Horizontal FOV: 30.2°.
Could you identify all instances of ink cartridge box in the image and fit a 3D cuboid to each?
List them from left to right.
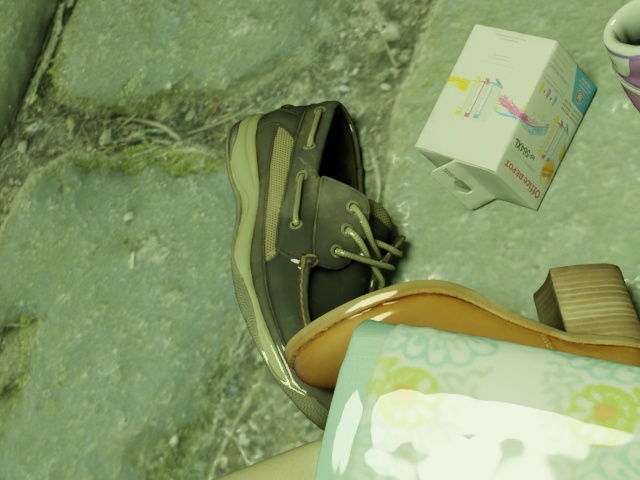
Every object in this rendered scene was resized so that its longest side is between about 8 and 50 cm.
[{"bbox_3d":[0.159,-0.099,1.038,0.090,0.092,0.143,21,83,40],"label":"ink cartridge box"}]

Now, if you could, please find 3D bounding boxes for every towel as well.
[{"bbox_3d":[0.134,0.258,0.767,0.320,0.090,0.375,10,83,19],"label":"towel"}]

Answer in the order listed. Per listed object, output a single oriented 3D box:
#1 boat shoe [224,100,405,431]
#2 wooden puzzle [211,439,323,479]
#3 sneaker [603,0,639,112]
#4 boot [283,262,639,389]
[{"bbox_3d":[0.000,0.000,1.074,0.130,0.132,0.355,-27,52,19],"label":"boat shoe"},{"bbox_3d":[-0.098,0.363,0.948,0.322,0.080,0.348,-28,59,36],"label":"wooden puzzle"},{"bbox_3d":[0.345,-0.134,0.873,0.282,0.161,0.102,2,67,36],"label":"sneaker"},{"bbox_3d":[0.123,0.144,0.894,0.283,0.109,0.220,-6,66,-4],"label":"boot"}]
